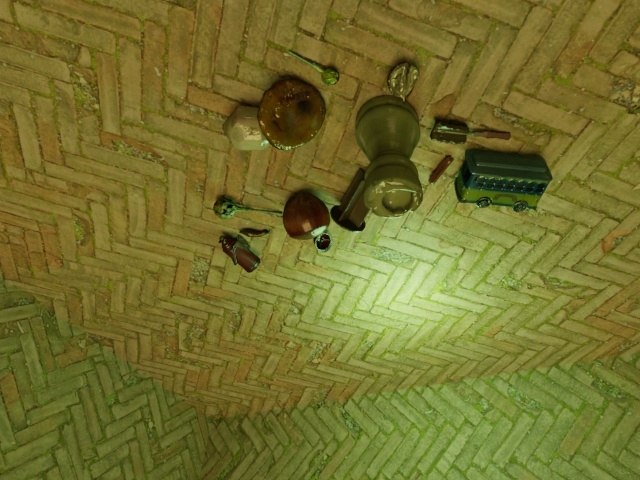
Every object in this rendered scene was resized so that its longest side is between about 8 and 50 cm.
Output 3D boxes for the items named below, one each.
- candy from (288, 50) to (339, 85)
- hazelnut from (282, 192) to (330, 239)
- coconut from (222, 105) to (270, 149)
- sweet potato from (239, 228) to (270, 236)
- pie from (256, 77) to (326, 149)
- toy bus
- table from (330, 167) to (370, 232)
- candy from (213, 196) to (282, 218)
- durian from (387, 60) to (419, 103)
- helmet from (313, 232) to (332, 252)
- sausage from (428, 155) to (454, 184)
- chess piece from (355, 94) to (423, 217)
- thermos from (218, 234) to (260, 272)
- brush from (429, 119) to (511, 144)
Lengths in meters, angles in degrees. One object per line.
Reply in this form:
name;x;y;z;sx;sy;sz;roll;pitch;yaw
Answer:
candy;-0.023;-0.589;1.590;0.194;0.058;0.062;28;124;-11
hazelnut;-0.063;-0.103;2.015;0.214;0.176;0.214;2;108;7
coconut;-0.267;-0.407;1.714;0.182;0.171;0.171;2;137;-5
sweet potato;-0.306;-0.034;2.207;0.153;0.038;0.041;-1;159;4
pie;-0.102;-0.442;1.661;0.273;0.069;0.273;-18;122;-31
toy bus;0.695;-0.232;1.816;0.312;0.152;0.190;5;138;-1
table;0.160;-0.172;1.945;0.167;0.167;0.227;19;126;-14
candy;-0.320;-0.130;2.083;0.305;0.091;0.083;6;165;-12
durian;0.278;-0.537;1.593;0.110;0.071;0.140;-5;123;4
helmet;0.000;0.000;2.195;0.089;0.057;0.111;-46;134;-9
sausage;0.477;-0.277;1.876;0.030;0.035;0.147;42;133;9
chess piece;0.232;-0.281;1.599;0.234;0.442;0.234;3;138;2
thermos;-0.396;0.050;2.267;0.124;0.099;0.232;-45;123;-3
brush;0.556;-0.391;1.729;0.301;0.071;0.084;4;133;-7
